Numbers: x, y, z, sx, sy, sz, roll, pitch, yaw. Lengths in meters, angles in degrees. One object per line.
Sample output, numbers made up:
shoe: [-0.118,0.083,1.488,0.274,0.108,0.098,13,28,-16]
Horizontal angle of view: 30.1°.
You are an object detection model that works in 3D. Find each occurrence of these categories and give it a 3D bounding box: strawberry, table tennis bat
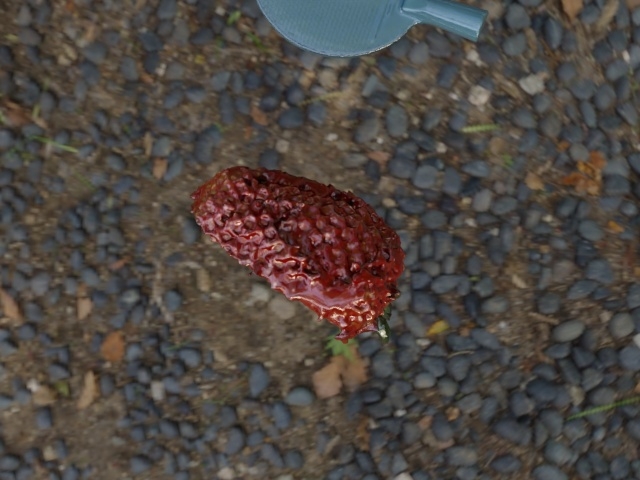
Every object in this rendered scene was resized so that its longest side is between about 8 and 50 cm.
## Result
strawberry: [0.000,0.000,1.318,0.286,0.188,0.106,31,115,-27]
table tennis bat: [0.064,-0.340,1.599,0.329,0.044,0.215,20,92,7]
